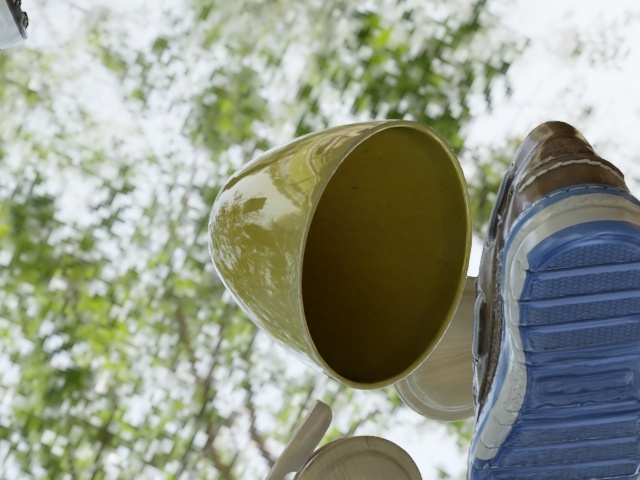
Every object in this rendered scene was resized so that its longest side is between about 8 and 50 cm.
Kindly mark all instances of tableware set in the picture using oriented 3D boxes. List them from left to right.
[{"bbox_3d":[0.044,0.105,0.977,0.128,0.194,0.039,35,177,-26],"label":"tableware set"}]

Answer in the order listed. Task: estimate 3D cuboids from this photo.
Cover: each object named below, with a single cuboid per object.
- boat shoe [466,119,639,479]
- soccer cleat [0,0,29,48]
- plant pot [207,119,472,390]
[{"bbox_3d":[0.085,0.035,0.585,0.066,0.183,0.066,-2,-132,-5],"label":"boat shoe"},{"bbox_3d":[-0.369,-0.303,1.484,0.108,0.116,0.318,165,81,-86],"label":"soccer cleat"},{"bbox_3d":[0.000,0.000,0.851,0.095,0.134,0.134,13,-174,41],"label":"plant pot"}]
